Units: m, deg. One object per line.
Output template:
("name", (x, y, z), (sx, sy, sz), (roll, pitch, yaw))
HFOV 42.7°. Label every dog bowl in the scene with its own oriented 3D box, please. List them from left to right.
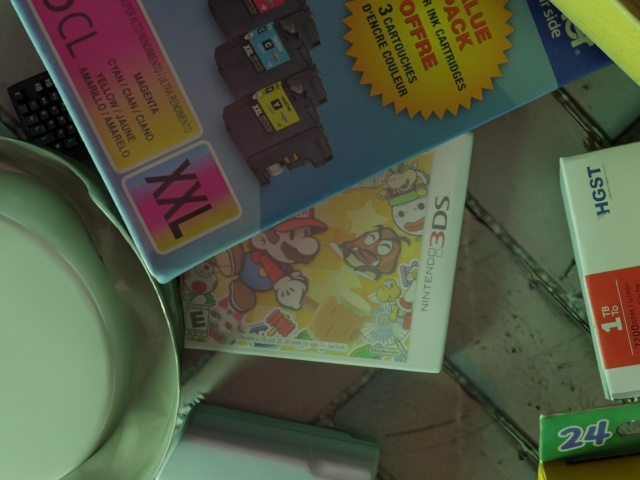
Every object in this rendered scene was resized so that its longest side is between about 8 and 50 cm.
("dog bowl", (-0.268, 0.075, 0.646), (0.349, 0.102, 0.348), (2, 105, 6))

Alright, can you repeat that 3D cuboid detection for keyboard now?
("keyboard", (-0.160, -0.132, 0.641), (0.180, 0.023, 0.108), (-19, 91, 11))

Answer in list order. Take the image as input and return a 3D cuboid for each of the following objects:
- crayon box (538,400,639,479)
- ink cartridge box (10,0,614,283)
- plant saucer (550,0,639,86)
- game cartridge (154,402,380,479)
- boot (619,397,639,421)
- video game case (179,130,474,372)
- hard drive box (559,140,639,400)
("crayon box", (0.273, 0.252, 0.627), (0.203, 0.083, 0.322), (-9, 128, 3))
("ink cartridge box", (0.011, -0.181, 0.551), (0.396, 0.151, 0.270), (-27, 100, -8))
("plant saucer", (0.243, -0.213, 0.509), (0.333, 0.081, 0.332), (33, 68, -24))
("game cartridge", (-0.073, 0.298, 0.730), (0.196, 0.060, 0.294), (12, 102, 3))
("boot", (0.341, 0.048, 0.663), (0.209, 0.076, 0.189), (-6, 100, 10))
("video game case", (0.000, 0.000, 0.676), (0.227, 0.026, 0.206), (6, 102, 0))
("hard drive box", (0.307, 0.010, 0.589), (0.232, 0.089, 0.181), (-12, 78, 15))
